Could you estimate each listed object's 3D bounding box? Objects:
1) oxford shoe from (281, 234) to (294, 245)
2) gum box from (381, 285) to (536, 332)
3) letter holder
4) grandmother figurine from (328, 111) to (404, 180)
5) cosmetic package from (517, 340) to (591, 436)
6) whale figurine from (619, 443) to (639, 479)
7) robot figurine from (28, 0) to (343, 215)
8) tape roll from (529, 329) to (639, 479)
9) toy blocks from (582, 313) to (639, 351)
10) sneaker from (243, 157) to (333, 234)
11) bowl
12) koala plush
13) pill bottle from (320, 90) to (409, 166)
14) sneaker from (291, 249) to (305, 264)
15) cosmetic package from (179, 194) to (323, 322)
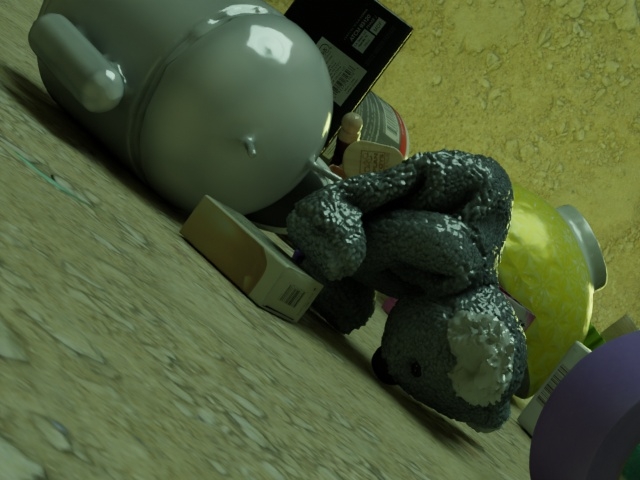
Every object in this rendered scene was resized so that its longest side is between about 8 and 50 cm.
[{"bbox_3d":[0.000,0.000,1.865,0.212,0.076,0.076,39,-26,50],"label":"oxford shoe"},{"bbox_3d":[0.153,0.080,1.839,0.062,0.107,0.188,34,5,-30],"label":"gum box"},{"bbox_3d":[-0.020,-0.210,2.219,0.152,0.302,0.214,37,4,1],"label":"letter holder"},{"bbox_3d":[0.034,-0.059,2.057,0.104,0.207,0.342,10,-6,-8],"label":"grandmother figurine"},{"bbox_3d":[0.344,0.225,1.774,0.231,0.117,0.085,34,6,-17],"label":"cosmetic package"},{"bbox_3d":[0.356,0.245,1.490,0.272,0.141,0.216,37,4,-6],"label":"whale figurine"},{"bbox_3d":[-0.126,-0.153,1.490,0.300,0.199,0.353,-2,33,-44],"label":"robot figurine"},{"bbox_3d":[0.266,0.170,1.268,0.189,0.189,0.080,34,5,-33],"label":"tape roll"},{"bbox_3d":[0.513,0.278,2.306,0.261,0.191,0.381,56,6,36],"label":"toy blocks"},{"bbox_3d":[-0.117,-0.100,1.702,0.296,0.104,0.147,33,3,33],"label":"sneaker"},{"bbox_3d":[0.262,0.036,1.996,0.289,0.156,0.289,157,-90,-82],"label":"bowl"},{"bbox_3d":[0.104,0.055,1.359,0.196,0.203,0.221,79,-13,-69],"label":"koala plush"},{"bbox_3d":[-0.034,-0.193,2.530,0.210,0.210,0.363,41,6,41],"label":"pill bottle"},{"bbox_3d":[0.001,0.022,1.554,0.071,0.068,0.170,30,7,-16],"label":"sneaker"},{"bbox_3d":[-0.058,0.015,1.317,0.115,0.041,0.060,40,6,38],"label":"cosmetic package"}]
